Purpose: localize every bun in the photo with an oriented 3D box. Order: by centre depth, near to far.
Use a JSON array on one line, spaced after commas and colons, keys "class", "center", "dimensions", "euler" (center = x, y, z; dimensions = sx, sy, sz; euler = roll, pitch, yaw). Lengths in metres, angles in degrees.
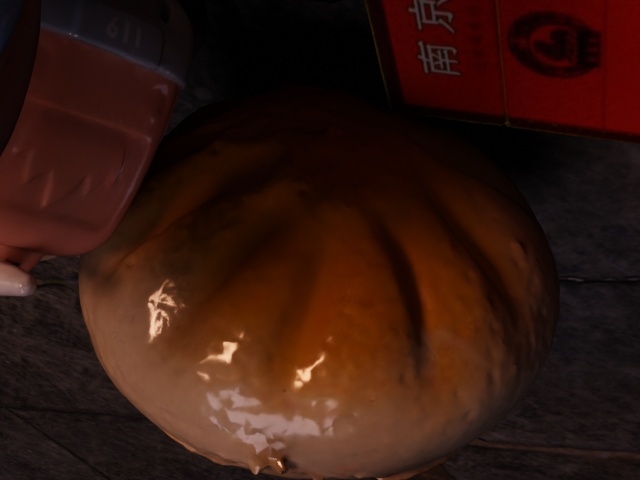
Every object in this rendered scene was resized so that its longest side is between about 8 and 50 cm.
[{"class": "bun", "center": [0.000, 0.000, 0.721], "dimensions": [0.299, 0.299, 0.165], "euler": [12, 128, 13]}]

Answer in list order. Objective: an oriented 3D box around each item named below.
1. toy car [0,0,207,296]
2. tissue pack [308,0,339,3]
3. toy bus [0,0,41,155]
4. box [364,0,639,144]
[{"class": "toy car", "center": [-0.208, -0.082, 0.685], "dimensions": [0.270, 0.212, 0.180], "euler": [14, 178, 41]}, {"class": "tissue pack", "center": [-0.143, -0.239, 0.458], "dimensions": [0.370, 0.210, 0.198], "euler": [11, 159, 13]}, {"class": "toy bus", "center": [-0.215, -0.085, 0.371], "dimensions": [0.232, 0.197, 0.294], "euler": [-14, 140, 34]}, {"class": "box", "center": [0.145, -0.121, 0.621], "dimensions": [0.240, 0.074, 0.153], "euler": [10, 155, 19]}]
